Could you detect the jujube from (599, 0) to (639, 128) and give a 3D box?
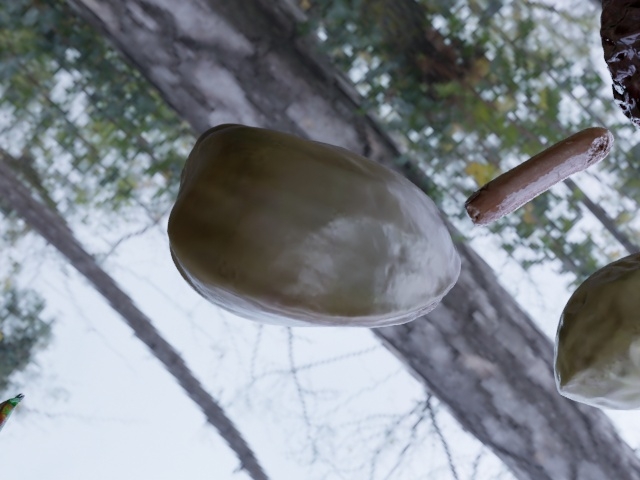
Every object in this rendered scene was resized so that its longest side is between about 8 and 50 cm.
[{"bbox_3d":[0.255,-0.130,0.603,0.236,0.168,0.168,-18,-145,34],"label":"jujube"}]

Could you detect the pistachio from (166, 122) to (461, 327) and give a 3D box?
[{"bbox_3d":[0.000,0.000,0.986,0.213,0.260,0.163,-92,-158,-45],"label":"pistachio"}]

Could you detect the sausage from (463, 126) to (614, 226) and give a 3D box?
[{"bbox_3d":[0.229,-0.069,1.221,0.186,0.043,0.043,-29,-163,-17],"label":"sausage"}]

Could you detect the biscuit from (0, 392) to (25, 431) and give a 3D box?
[{"bbox_3d":[-0.334,0.192,1.202,0.046,0.016,0.089,-27,-153,37],"label":"biscuit"}]

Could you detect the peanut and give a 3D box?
[{"bbox_3d":[0.272,0.037,0.849,0.274,0.111,0.125,-29,166,-28],"label":"peanut"}]
